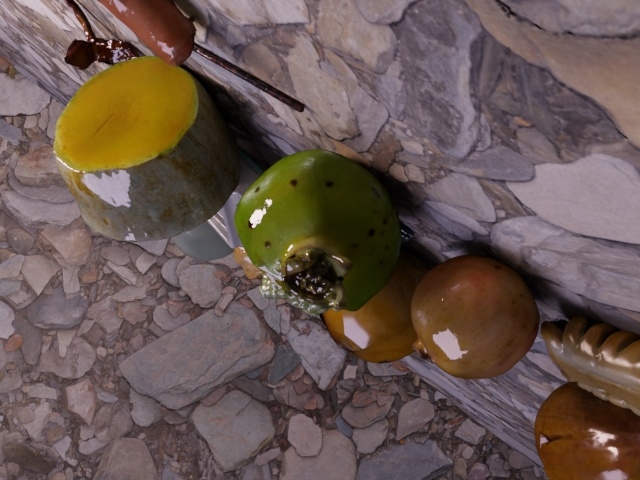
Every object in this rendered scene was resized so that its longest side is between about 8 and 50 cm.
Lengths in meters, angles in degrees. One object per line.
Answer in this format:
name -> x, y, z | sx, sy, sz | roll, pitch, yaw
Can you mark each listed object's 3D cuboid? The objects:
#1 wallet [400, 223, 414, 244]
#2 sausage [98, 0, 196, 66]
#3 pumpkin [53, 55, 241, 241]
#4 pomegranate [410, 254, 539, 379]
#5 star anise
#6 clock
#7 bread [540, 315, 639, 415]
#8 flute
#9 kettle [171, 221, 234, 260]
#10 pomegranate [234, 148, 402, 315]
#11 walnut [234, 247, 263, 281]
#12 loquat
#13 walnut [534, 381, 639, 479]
wallet -> 0.101, -0.035, 1.003 | 0.129, 0.026, 0.088 | 38, 169, -3
sausage -> -0.295, -0.366, 0.735 | 0.327, 0.079, 0.087 | 42, 179, -19
pumpkin -> -0.322, -0.185, 1.022 | 0.332, 0.332, 0.199 | 31, 153, 29
pomegranate -> 0.226, 0.117, 0.829 | 0.191, 0.191, 0.191 | 36, 169, 8
star anise -> -0.446, -0.416, 1.111 | 0.141, 0.144, 0.158 | -8, -155, -30
clock -> -0.205, -0.097, 1.198 | 0.262, 0.116, 0.231 | 45, 152, 30
bread -> 0.398, 0.165, 0.751 | 0.134, 0.081, 0.225 | 49, 167, -28
flute -> -0.131, -0.257, 0.843 | 0.270, 0.014, 0.014 | 34, 169, 19
kettle -> -0.305, -0.103, 1.564 | 0.361, 0.249, 0.376 | 14, 162, 9
pomegranate -> 0.000, 0.000, 0.836 | 0.260, 0.260, 0.340 | 40, -170, -16
walnut -> -0.115, 0.005, 1.381 | 0.198, 0.198, 0.245 | 40, -151, -15
loquat -> 0.110, 0.113, 1.068 | 0.235, 0.235, 0.235 | 36, 169, 8
walnut -> 0.468, 0.324, 0.903 | 0.209, 0.209, 0.336 | 35, 163, 12
